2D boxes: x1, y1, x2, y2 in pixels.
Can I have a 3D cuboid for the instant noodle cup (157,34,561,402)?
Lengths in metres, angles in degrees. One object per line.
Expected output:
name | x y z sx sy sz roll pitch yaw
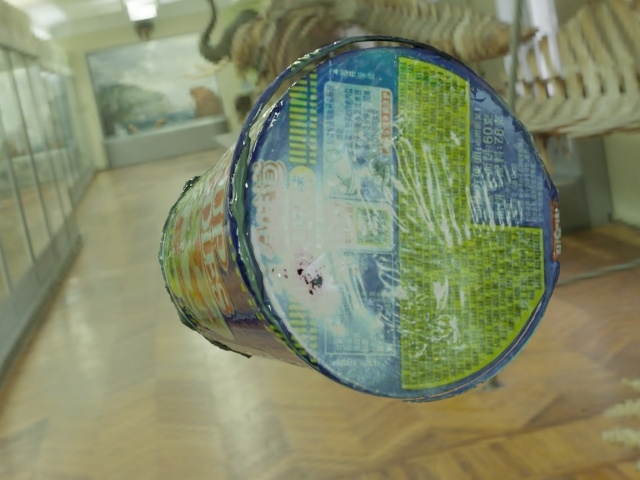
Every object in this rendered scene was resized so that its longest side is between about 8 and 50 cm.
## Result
instant noodle cup | 0.000 0.000 0.958 0.284 0.284 0.312 -15 0 -26
